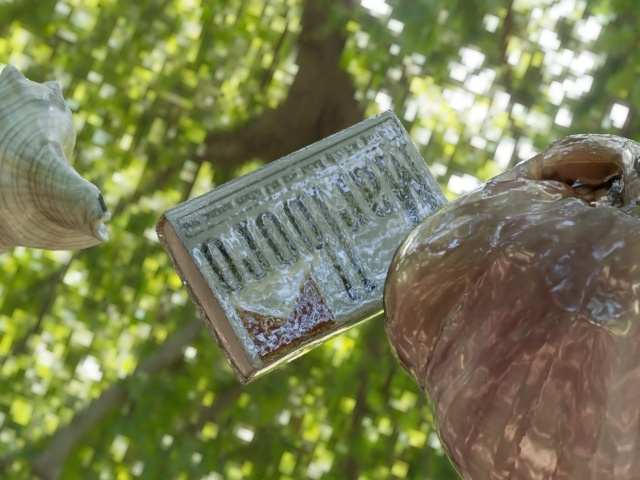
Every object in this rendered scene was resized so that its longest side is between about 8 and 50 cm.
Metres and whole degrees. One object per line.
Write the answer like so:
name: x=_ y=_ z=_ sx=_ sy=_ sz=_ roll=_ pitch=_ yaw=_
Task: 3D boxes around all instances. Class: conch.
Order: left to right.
conch: x=-0.221 y=-0.040 z=1.334 sx=0.234 sy=0.114 sz=0.137 roll=62 pitch=-4 yaw=35

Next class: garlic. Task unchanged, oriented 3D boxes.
garlic: x=0.163 y=0.015 z=0.766 sx=0.207 sy=0.256 sz=0.207 roll=41 pitch=19 yaw=-18

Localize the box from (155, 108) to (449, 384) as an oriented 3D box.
box: x=0.000 y=0.000 z=1.125 sx=0.115 sy=0.177 sz=0.036 roll=59 pitch=-27 yaw=8
